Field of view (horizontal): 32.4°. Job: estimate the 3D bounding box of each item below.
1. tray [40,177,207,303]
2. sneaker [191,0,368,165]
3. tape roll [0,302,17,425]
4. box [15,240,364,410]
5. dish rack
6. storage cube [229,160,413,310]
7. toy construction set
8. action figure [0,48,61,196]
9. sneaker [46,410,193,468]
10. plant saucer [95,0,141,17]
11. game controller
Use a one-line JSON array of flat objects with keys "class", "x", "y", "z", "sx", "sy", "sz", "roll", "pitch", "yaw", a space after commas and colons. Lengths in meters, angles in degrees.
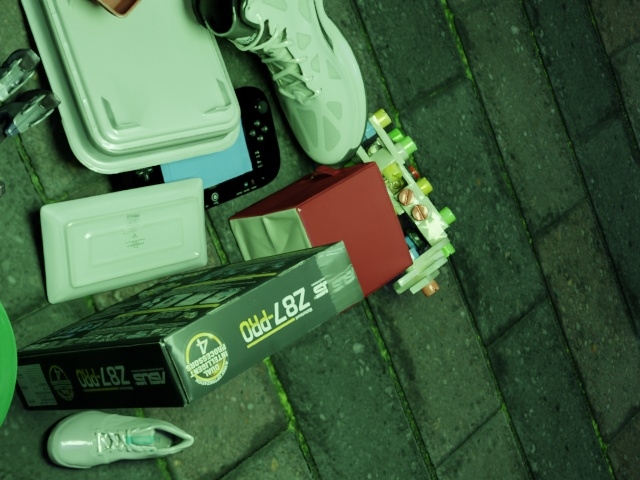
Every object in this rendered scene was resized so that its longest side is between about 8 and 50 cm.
[{"class": "tray", "x": -0.275, "y": -0.001, "z": 1.608, "sx": 0.270, "sy": 0.030, "sz": 0.145, "roll": -14, "pitch": 109, "yaw": -38}, {"class": "sneaker", "x": -0.084, "y": -0.297, "z": 1.715, "sx": 0.257, "sy": 0.169, "sz": 0.447, "roll": -38, "pitch": 118, "yaw": -47}, {"class": "tape roll", "x": -0.527, "y": 0.151, "z": 1.300, "sx": 0.321, "sy": 0.077, "sz": 0.321, "roll": -6, "pitch": 102, "yaw": -29}, {"class": "box", "x": -0.188, "y": 0.117, "z": 1.464, "sx": 0.318, "sy": 0.395, "sz": 0.097, "roll": -30, "pitch": 102, "yaw": -42}, {"class": "dish rack", "x": -0.264, "y": -0.279, "z": 1.613, "sx": 0.285, "sy": 0.072, "sz": 0.333, "roll": -16, "pitch": 82, "yaw": -35}, {"class": "storage cube", "x": 0.000, "y": 0.000, "z": 1.794, "sx": 0.193, "sy": 0.184, "sz": 0.215, "roll": -32, "pitch": 106, "yaw": -39}, {"class": "toy construction set", "x": 0.148, "y": -0.064, "z": 1.917, "sx": 0.151, "sy": 0.215, "sz": 0.327, "roll": -21, "pitch": 87, "yaw": 1}, {"class": "action figure", "x": -0.470, "y": -0.127, "z": 1.445, "sx": 0.285, "sy": 0.099, "sz": 0.185, "roll": -53, "pitch": 131, "yaw": -28}, {"class": "sneaker", "x": -0.279, "y": 0.281, "z": 1.561, "sx": 0.212, "sy": 0.094, "sz": 0.080, "roll": 3, "pitch": 83, "yaw": -42}, {"class": "plant saucer", "x": -0.322, "y": -0.466, "z": 1.574, "sx": 0.258, "sy": 0.048, "sz": 0.259, "roll": 40, "pitch": 54, "yaw": -12}, {"class": "game controller", "x": -0.189, "y": -0.132, "z": 1.720, "sx": 0.319, "sy": 0.067, "sz": 0.166, "roll": -25, "pitch": 101, "yaw": -41}]
